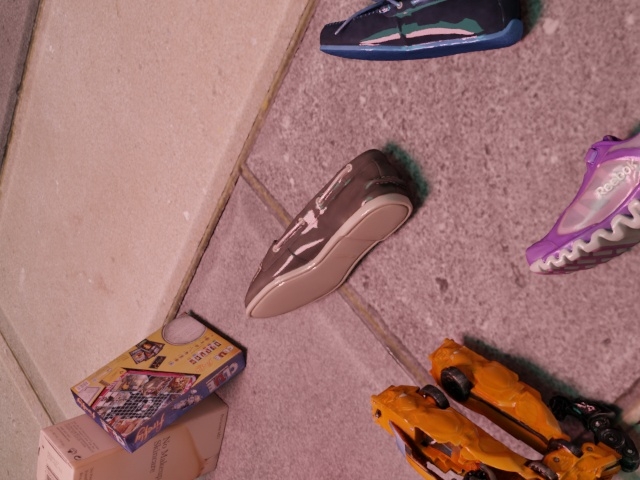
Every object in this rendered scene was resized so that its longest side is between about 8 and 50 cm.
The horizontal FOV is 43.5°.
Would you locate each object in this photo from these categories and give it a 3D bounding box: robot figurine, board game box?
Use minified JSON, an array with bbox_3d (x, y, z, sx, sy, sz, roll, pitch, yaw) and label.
[{"bbox_3d":[0.209,0.232,0.920,0.291,0.211,0.085,32,143,40],"label":"robot figurine"},{"bbox_3d":[-0.272,0.232,1.356,0.165,0.243,0.042,27,139,38],"label":"board game box"}]

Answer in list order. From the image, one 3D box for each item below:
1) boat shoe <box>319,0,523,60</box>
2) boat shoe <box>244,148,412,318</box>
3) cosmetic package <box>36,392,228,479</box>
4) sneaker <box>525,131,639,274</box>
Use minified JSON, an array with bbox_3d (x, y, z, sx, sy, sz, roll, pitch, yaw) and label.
[{"bbox_3d":[0.118,-0.266,0.961,0.258,0.109,0.089,2,95,28],"label":"boat shoe"},{"bbox_3d":[0.000,0.000,1.134,0.335,0.112,0.095,-41,53,37],"label":"boat shoe"},{"bbox_3d":[-0.323,0.365,1.393,0.113,0.310,0.160,34,123,36],"label":"cosmetic package"},{"bbox_3d":[0.301,-0.050,0.827,0.236,0.095,0.104,-43,63,37],"label":"sneaker"}]
